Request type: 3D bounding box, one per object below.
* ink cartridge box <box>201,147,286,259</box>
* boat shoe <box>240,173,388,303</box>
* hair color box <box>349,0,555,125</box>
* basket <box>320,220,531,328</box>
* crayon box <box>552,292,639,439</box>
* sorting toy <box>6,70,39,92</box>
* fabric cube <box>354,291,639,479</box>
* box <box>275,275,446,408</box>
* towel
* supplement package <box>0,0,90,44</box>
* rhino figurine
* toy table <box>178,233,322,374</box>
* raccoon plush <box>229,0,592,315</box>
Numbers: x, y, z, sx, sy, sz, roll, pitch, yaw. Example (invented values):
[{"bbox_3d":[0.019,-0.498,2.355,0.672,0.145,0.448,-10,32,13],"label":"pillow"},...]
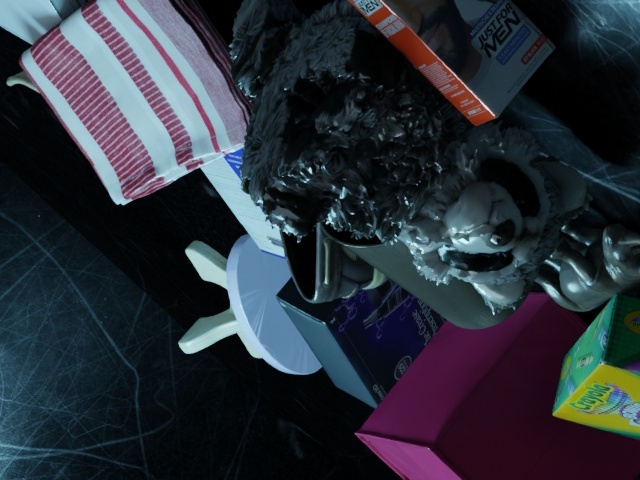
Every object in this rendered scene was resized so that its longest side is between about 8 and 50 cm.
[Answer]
[{"bbox_3d":[-0.106,-0.118,1.769,0.176,0.069,0.371,16,145,52],"label":"ink cartridge box"},{"bbox_3d":[-0.019,-0.083,1.638,0.132,0.130,0.355,3,119,55],"label":"boat shoe"},{"bbox_3d":[0.117,-0.194,1.225,0.167,0.093,0.053,43,164,-10],"label":"hair color box"},{"bbox_3d":[0.140,-0.006,1.570,0.227,0.204,0.154,47,-151,-45],"label":"basket"},{"bbox_3d":[0.365,0.151,1.510,0.165,0.081,0.278,15,162,4],"label":"crayon box"},{"bbox_3d":[-0.282,-0.211,1.920,0.229,0.041,0.307,24,-163,0],"label":"sorting toy"},{"bbox_3d":[0.253,0.246,1.810,0.259,0.258,0.254,44,163,-13],"label":"fabric cube"},{"bbox_3d":[0.067,0.099,1.979,0.103,0.184,0.261,29,162,37],"label":"box"},{"bbox_3d":[-0.220,-0.179,1.651,0.329,0.037,0.237,-21,107,48],"label":"towel"},{"bbox_3d":[-0.354,-0.354,1.796,0.262,0.145,0.204,30,162,31],"label":"supplement package"},{"bbox_3d":[0.292,0.021,1.442,0.106,0.073,0.243,33,163,-7],"label":"rhino figurine"},{"bbox_3d":[-0.114,0.109,2.371,0.161,0.252,0.274,-1,117,45],"label":"toy table"},{"bbox_3d":[0.093,-0.126,1.410,0.299,0.216,0.446,24,-148,-25],"label":"raccoon plush"}]
